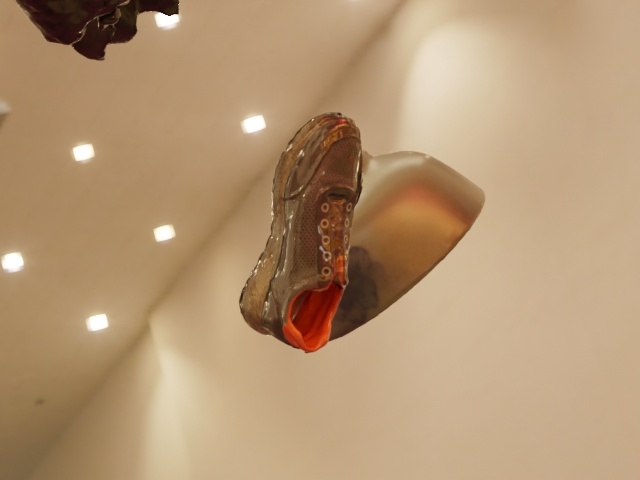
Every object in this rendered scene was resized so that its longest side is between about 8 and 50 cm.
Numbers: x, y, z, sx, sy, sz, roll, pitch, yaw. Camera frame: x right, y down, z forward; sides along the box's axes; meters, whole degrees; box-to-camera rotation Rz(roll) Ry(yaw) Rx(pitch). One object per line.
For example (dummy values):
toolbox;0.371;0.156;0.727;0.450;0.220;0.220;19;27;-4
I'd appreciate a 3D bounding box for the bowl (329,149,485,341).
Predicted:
bowl;0.051;-0.020;1.883;0.289;0.146;0.289;-40;11;9

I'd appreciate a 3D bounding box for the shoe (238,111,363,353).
shoe;0.001;-0.001;1.174;0.074;0.077;0.194;3;-65;-41

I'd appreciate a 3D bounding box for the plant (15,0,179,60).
plant;-0.231;-0.293;1.470;0.199;0.188;0.276;-34;-27;7
